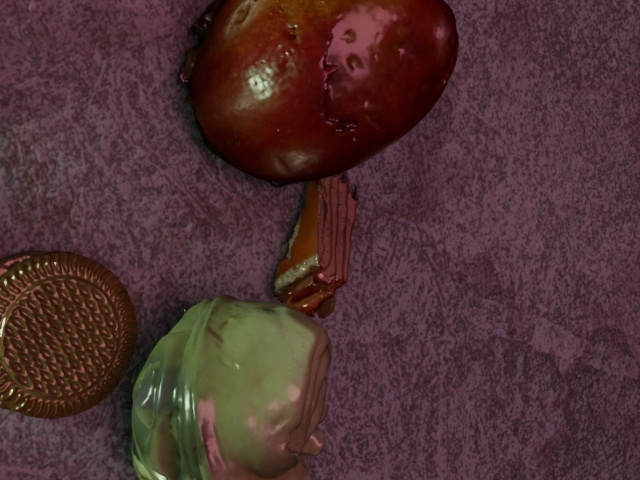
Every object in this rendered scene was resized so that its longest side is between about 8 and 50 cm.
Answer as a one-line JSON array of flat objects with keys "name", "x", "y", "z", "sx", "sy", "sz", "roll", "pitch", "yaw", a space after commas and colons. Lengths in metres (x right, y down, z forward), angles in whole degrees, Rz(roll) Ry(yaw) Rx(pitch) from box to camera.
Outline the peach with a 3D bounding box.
[{"name": "peach", "x": -0.006, "y": -0.274, "z": 1.705, "sx": 0.416, "sy": 0.353, "sz": 0.339, "roll": -38, "pitch": 103, "yaw": 12}]

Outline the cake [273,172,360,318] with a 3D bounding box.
[{"name": "cake", "x": -0.005, "y": -0.003, "z": 1.826, "sx": 0.098, "sy": 0.135, "sz": 0.287, "roll": 29, "pitch": 58, "yaw": -23}]

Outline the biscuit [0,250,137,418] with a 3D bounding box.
[{"name": "biscuit", "x": -0.393, "y": 0.133, "z": 1.602, "sx": 0.259, "sy": 0.079, "sz": 0.259, "roll": -2, "pitch": 94, "yaw": -31}]

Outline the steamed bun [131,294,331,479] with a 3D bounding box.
[{"name": "steamed bun", "x": -0.151, "y": 0.251, "z": 1.589, "sx": 0.247, "sy": 0.352, "sz": 0.339, "roll": 5, "pitch": 92, "yaw": -39}]
